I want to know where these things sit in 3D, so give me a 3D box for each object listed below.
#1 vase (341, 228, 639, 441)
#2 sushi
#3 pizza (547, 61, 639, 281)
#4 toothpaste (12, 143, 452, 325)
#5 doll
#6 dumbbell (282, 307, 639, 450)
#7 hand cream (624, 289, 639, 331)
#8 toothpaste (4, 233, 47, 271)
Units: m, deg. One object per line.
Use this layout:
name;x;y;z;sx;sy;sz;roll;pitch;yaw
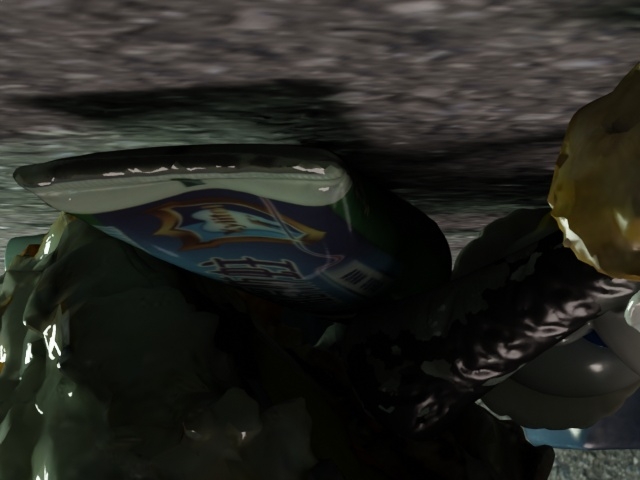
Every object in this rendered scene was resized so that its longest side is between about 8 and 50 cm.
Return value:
vase;0.080;0.019;0.623;0.059;0.059;0.167;2;154;-40
sushi;-0.009;0.136;0.768;0.176;0.417;0.417;-45;164;11
pizza;0.216;-0.017;0.342;0.336;0.086;0.226;0;174;4
toothpaste;0.000;0.000;0.678;0.099;0.061;0.392;-2;175;13
doll;0.143;0.026;0.805;0.138;0.119;0.293;-19;176;-17
dumbbell;0.062;0.064;1.058;0.316;0.156;0.143;0;146;-18
hand cream;0.218;0.049;0.615;0.185;0.118;0.358;-20;151;9
toothpaste;-0.068;0.004;0.935;0.205;0.036;0.056;-6;176;11
